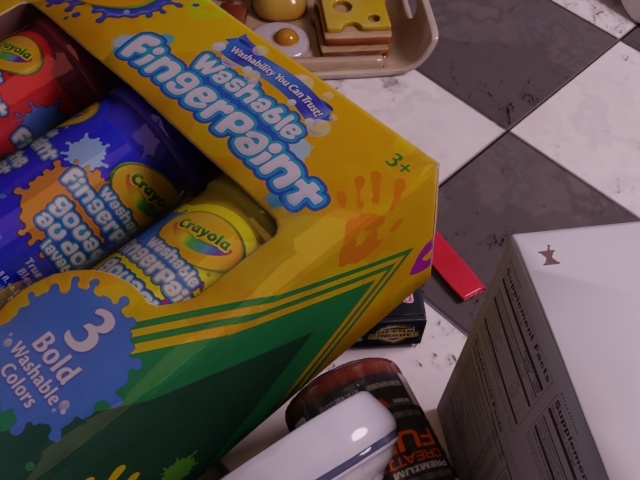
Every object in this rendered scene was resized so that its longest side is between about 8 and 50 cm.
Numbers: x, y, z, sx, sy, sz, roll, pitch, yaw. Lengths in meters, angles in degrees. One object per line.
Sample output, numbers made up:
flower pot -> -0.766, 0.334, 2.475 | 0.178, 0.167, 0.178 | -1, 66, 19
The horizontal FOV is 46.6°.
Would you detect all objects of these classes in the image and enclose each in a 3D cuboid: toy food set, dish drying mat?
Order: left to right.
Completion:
toy food set -> -0.022, -0.307, 0.926 | 0.306, 0.092, 0.220 | -4, 54, -7
dish drying mat -> 0.129, 0.025, 0.747 | 0.032, 0.008, 0.083 | -25, 59, -22

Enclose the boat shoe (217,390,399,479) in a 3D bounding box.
boat shoe -> -0.066, 0.261, 0.451 | 0.367, 0.136, 0.156 | -40, 72, -7

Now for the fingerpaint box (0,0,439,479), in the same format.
fingerpaint box -> -0.188, -0.035, 0.629 | 0.371, 0.163, 0.445 | -37, 60, -19

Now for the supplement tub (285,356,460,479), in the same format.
supplement tub -> 0.055, 0.194, 0.557 | 0.106, 0.106, 0.198 | -18, 58, -17

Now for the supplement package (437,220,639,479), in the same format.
supplement package -> 0.219, 0.139, 0.511 | 0.199, 0.263, 0.198 | -6, 54, -7

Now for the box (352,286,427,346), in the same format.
box -> 0.000, 0.000, 0.728 | 0.175, 0.051, 0.220 | -2, 54, -4

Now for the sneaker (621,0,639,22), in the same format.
sneaker -> 0.439, -0.364, 1.017 | 0.094, 0.080, 0.212 | -22, 56, -32
